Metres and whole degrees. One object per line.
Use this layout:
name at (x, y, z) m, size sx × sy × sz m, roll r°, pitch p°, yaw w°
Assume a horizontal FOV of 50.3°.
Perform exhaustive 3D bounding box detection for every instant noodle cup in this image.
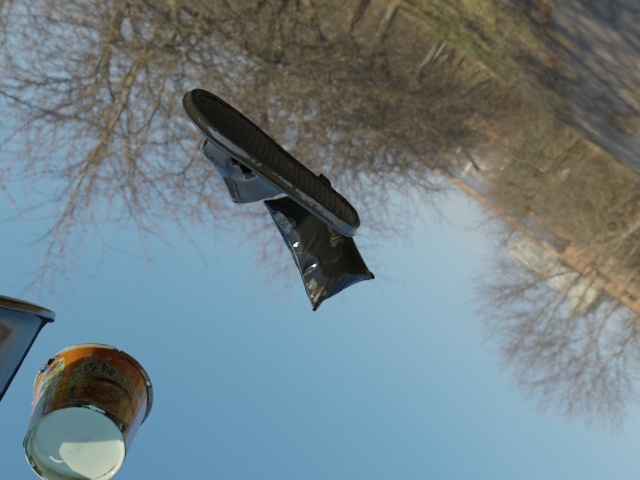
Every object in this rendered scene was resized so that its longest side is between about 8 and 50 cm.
instant noodle cup at (-0.437, 0.335, 1.265) m, size 0.230 × 0.230 × 0.182 m, roll 29°, pitch -166°, yaw -16°

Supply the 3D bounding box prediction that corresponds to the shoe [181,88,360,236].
shoe at (-0.043, -0.043, 0.497) m, size 0.159 × 0.053 × 0.062 m, roll 34°, pitch -154°, yaw -13°

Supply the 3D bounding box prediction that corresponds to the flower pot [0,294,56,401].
flower pot at (-0.498, 0.146, 0.882) m, size 0.268 × 0.166 × 0.269 m, roll 9°, pitch 167°, yaw 2°

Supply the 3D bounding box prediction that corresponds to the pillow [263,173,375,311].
pillow at (0.000, 0.000, 0.836) m, size 0.048 × 0.090 × 0.150 m, roll -149°, pitch 34°, yaw -85°
